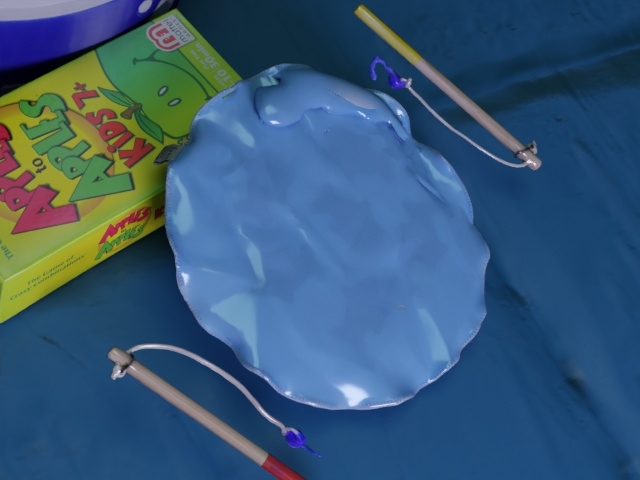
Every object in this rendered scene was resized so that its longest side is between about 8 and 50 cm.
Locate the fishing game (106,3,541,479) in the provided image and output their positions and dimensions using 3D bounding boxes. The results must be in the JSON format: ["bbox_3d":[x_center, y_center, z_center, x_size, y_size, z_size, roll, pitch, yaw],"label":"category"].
[{"bbox_3d":[0.000,0.000,0.889,0.189,0.041,0.264,36,58,-11],"label":"fishing game"}]

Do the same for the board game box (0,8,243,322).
[{"bbox_3d":[-0.119,-0.043,0.897,0.181,0.043,0.092,-32,71,-31],"label":"board game box"}]

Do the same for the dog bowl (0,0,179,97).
[{"bbox_3d":[-0.191,-0.208,0.950,0.264,0.104,0.265,7,56,-11],"label":"dog bowl"}]
